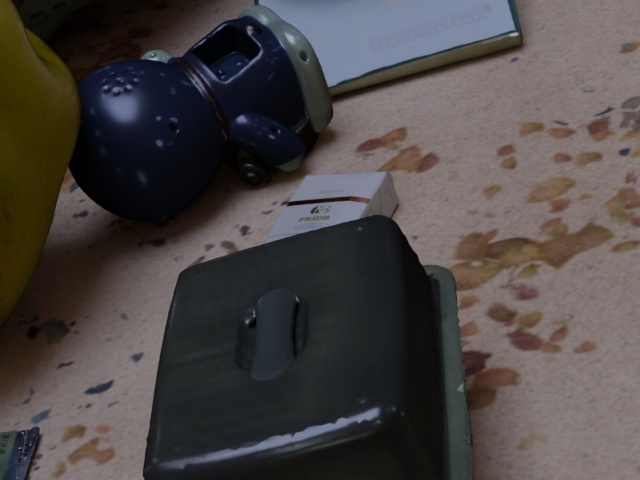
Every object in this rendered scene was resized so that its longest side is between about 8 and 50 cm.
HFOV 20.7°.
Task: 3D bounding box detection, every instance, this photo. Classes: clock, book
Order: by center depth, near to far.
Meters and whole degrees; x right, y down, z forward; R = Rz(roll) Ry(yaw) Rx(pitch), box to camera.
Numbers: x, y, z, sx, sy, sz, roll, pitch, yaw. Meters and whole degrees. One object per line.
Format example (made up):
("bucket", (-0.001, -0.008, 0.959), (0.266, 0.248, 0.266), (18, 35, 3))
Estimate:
("clock", (-0.126, -0.117, 1.636), (0.243, 0.146, 0.199), (-30, 50, -18))
("book", (0.048, -0.317, 1.798), (0.264, 0.031, 0.379), (-17, 58, 11))

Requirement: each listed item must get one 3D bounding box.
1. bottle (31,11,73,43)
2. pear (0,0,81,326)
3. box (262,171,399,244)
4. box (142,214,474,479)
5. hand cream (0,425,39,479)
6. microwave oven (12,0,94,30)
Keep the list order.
("bottle", (-0.332, -0.308, 2.088), (0.104, 0.104, 0.245), (-3, 37, 28))
("pear", (-0.402, -0.054, 1.497), (0.418, 0.362, 0.362), (-43, 34, -1))
("box", (0.000, 0.000, 1.484), (0.084, 0.040, 0.154), (-4, 35, 30))
("box", (-0.005, 0.125, 1.177), (0.221, 0.166, 0.290), (-16, 31, 10))
("hand cream", (-0.345, 0.187, 1.400), (0.235, 0.055, 0.086), (-6, 37, 10))
("microwave oven", (-0.308, -0.439, 1.964), (0.374, 0.236, 0.432), (25, 35, 22))
